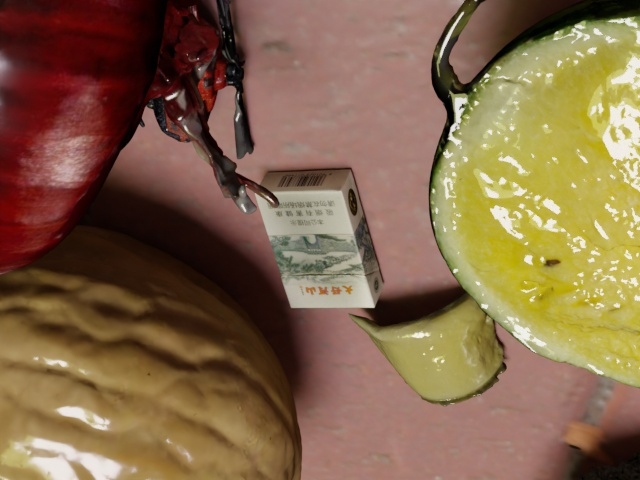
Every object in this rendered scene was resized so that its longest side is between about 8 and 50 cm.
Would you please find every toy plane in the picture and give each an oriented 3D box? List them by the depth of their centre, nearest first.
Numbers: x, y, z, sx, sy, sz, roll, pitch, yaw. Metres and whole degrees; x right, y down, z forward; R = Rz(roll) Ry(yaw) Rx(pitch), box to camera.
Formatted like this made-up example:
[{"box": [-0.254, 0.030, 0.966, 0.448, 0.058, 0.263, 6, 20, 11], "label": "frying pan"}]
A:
[{"box": [-0.067, -0.101, 0.866, 0.060, 0.037, 0.145, 9, 131, 9], "label": "toy plane"}]

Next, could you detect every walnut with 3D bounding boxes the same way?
[{"box": [-0.134, 0.104, 0.944, 0.261, 0.225, 0.225, 21, 132, -4], "label": "walnut"}]

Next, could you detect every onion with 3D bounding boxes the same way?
[{"box": [-0.144, -0.107, 0.770, 0.285, 0.273, 0.273, 11, 137, -26], "label": "onion"}]

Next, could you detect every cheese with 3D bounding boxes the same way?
[{"box": [0.059, 0.062, 0.946, 0.084, 0.041, 0.060, -5, 127, 22], "label": "cheese"}]

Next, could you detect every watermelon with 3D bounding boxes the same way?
[{"box": [0.161, -0.034, 0.772, 0.232, 0.127, 0.204, 26, 131, 8], "label": "watermelon"}]

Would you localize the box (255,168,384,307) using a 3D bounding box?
[{"box": [0.000, 0.000, 0.931, 0.054, 0.024, 0.083, -2, 126, 21], "label": "box"}]

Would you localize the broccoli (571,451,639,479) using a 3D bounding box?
[{"box": [0.197, 0.200, 0.937, 0.167, 0.154, 0.160, -28, 121, 33], "label": "broccoli"}]
